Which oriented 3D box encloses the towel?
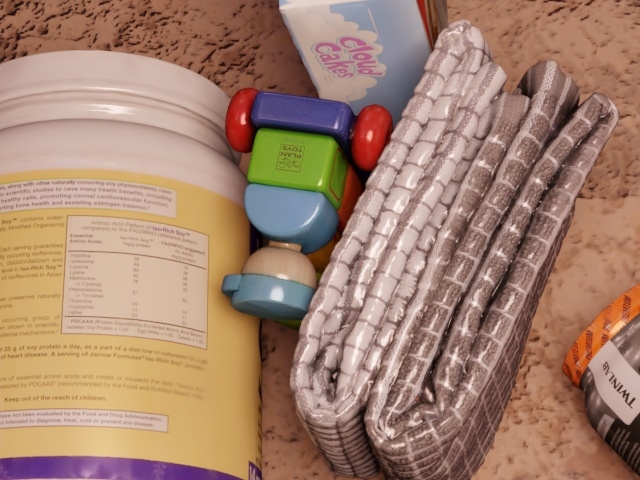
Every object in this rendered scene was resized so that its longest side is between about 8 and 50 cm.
[{"bbox_3d":[0.094,0.030,0.994,0.121,0.235,0.284,23,77,16],"label":"towel"}]

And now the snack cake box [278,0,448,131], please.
[{"bbox_3d":[0.037,-0.170,1.065,0.089,0.264,0.152,-6,68,10],"label":"snack cake box"}]

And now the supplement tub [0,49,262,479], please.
[{"bbox_3d":[-0.159,0.063,1.031,0.241,0.241,0.331,-4,69,10],"label":"supplement tub"}]

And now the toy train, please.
[{"bbox_3d":[0.000,0.000,1.024,0.105,0.248,0.143,9,77,14],"label":"toy train"}]

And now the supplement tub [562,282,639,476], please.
[{"bbox_3d":[0.257,0.122,0.985,0.117,0.117,0.190,-41,67,-5],"label":"supplement tub"}]
